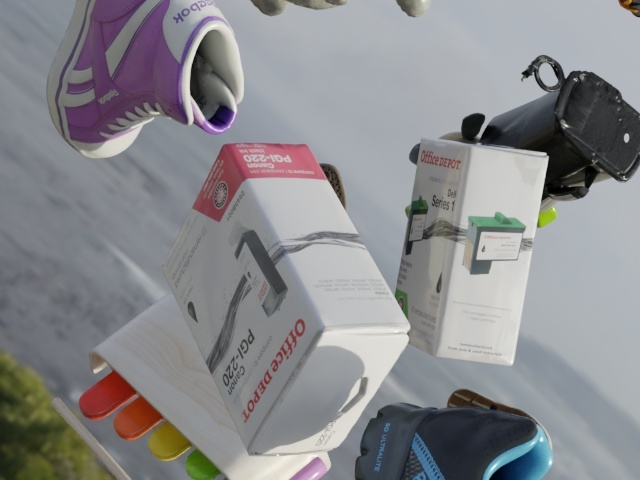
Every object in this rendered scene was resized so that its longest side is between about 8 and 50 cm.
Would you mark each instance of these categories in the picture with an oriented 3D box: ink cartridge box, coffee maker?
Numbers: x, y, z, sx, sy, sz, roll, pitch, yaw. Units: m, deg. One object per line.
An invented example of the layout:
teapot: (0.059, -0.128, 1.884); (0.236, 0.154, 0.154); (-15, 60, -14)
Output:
ink cartridge box: (-0.034, 0.048, 1.378); (0.092, 0.158, 0.218); (-1, 46, -35)
ink cartridge box: (0.151, 0.006, 1.728); (0.092, 0.219, 0.160); (8, 3, -16)
coffee maker: (0.258, -0.123, 1.904); (0.171, 0.120, 0.178); (56, -33, -6)

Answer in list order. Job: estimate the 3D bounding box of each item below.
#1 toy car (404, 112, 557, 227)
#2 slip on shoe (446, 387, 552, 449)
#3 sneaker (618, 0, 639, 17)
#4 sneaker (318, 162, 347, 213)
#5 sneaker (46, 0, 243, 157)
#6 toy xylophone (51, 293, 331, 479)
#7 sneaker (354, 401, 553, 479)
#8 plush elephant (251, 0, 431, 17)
toy car: (0.178, -0.074, 2.021); (0.149, 0.155, 0.188); (56, -4, 40)
slip on shoe: (0.198, 0.205, 1.812); (0.135, 0.051, 0.041); (23, -12, 35)
sneaker: (0.328, -0.275, 1.716); (0.215, 0.083, 0.084); (26, 20, -9)
sneaker: (0.000, 0.000, 2.003); (0.066, 0.188, 0.071); (2, 5, 4)
sneaker: (-0.146, -0.122, 1.415); (0.161, 0.102, 0.282); (50, -29, 16)
toy xylophone: (-0.155, 0.192, 1.858); (0.323, 0.236, 0.081); (47, -22, 34)
sneaker: (0.084, 0.272, 1.200); (0.139, 0.341, 0.125); (-4, -28, 26)
plush elephant: (0.040, -0.333, 1.650); (0.330, 0.255, 0.272); (8, 10, -23)
